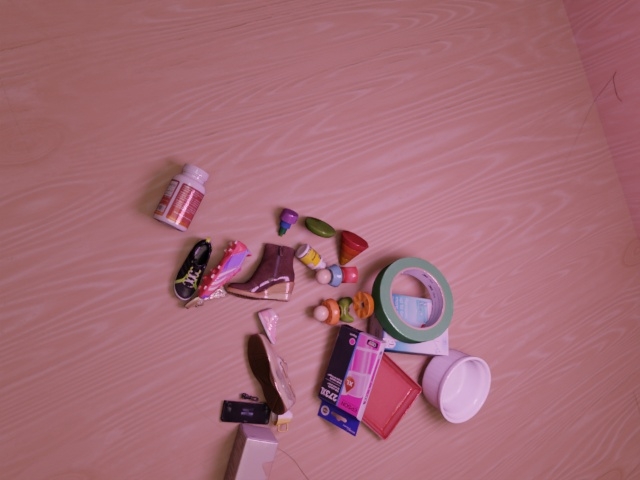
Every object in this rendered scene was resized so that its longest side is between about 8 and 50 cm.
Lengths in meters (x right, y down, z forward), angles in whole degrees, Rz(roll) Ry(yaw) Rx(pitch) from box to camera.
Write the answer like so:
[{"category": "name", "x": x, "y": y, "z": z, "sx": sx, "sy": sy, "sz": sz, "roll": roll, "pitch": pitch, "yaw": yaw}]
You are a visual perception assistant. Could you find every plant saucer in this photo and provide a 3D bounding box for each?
[{"category": "plant saucer", "x": 0.243, "y": 0.615, "z": 1.754, "sx": 0.259, "sy": 0.047, "sz": 0.258, "roll": 44, "pitch": 75, "yaw": -11}]

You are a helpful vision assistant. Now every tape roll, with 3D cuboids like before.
[{"category": "tape roll", "x": 0.352, "y": 0.226, "z": 1.664, "sx": 0.320, "sy": 0.077, "sz": 0.322, "roll": 7, "pitch": 68, "yaw": -19}]

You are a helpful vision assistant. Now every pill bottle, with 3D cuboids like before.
[{"category": "pill bottle", "x": -0.470, "y": -0.148, "z": 1.500, "sx": 0.121, "sy": 0.121, "sz": 0.216, "roll": 27, "pitch": 80, "yaw": -16}, {"category": "pill bottle", "x": -0.033, "y": 0.070, "z": 1.666, "sx": 0.116, "sy": 0.065, "sz": 0.065, "roll": 43, "pitch": 75, "yaw": -27}]

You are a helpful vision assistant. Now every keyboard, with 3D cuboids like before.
[{"category": "keyboard", "x": -0.265, "y": 0.610, "z": 1.594, "sx": 0.180, "sy": 0.023, "sz": 0.108, "roll": 12, "pitch": 90, "yaw": -19}]

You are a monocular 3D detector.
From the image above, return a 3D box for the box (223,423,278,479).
[{"category": "box", "x": -0.259, "y": 0.824, "z": 1.523, "sx": 0.121, "sy": 0.148, "sz": 0.312, "roll": 18, "pitch": 83, "yaw": -18}]

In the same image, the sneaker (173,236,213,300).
[{"category": "sneaker", "x": -0.441, "y": 0.094, "z": 1.512, "sx": 0.084, "sy": 0.097, "sz": 0.235, "roll": 22, "pitch": 81, "yaw": -16}]

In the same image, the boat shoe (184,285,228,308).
[{"category": "boat shoe", "x": -0.404, "y": 0.209, "z": 1.545, "sx": 0.152, "sy": 0.056, "sz": 0.048, "roll": -26, "pitch": 92, "yaw": -25}]

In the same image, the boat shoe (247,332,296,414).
[{"category": "boat shoe", "x": -0.174, "y": 0.475, "z": 1.597, "sx": 0.098, "sy": 0.109, "sz": 0.303, "roll": -20, "pitch": 87, "yaw": -55}]

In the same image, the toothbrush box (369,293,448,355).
[{"category": "toothbrush box", "x": 0.352, "y": 0.340, "z": 1.741, "sx": 0.295, "sy": 0.126, "sz": 0.217, "roll": 12, "pitch": 71, "yaw": -19}]

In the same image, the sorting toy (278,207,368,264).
[{"category": "sorting toy", "x": 0.000, "y": 0.000, "z": 1.684, "sx": 0.365, "sy": 0.127, "sz": 0.126, "roll": 21, "pitch": 111, "yaw": -14}]

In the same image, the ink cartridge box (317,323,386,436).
[{"category": "ink cartridge box", "x": 0.104, "y": 0.517, "z": 1.626, "sx": 0.069, "sy": 0.175, "sz": 0.372, "roll": 15, "pitch": 92, "yaw": -59}]

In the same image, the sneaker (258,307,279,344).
[{"category": "sneaker", "x": -0.176, "y": 0.314, "z": 1.619, "sx": 0.070, "sy": 0.051, "sz": 0.135, "roll": -23, "pitch": 91, "yaw": -13}]

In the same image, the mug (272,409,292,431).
[{"category": "mug", "x": -0.140, "y": 0.658, "z": 1.617, "sx": 0.064, "sy": 0.062, "sz": 0.078, "roll": 11, "pitch": 90, "yaw": -27}]

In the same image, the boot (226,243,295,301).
[{"category": "boot", "x": -0.214, "y": 0.114, "z": 1.613, "sx": 0.248, "sy": 0.090, "sz": 0.207, "roll": 8, "pitch": 73, "yaw": -17}]

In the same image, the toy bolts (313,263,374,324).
[{"category": "toy bolts", "x": 0.069, "y": 0.200, "z": 1.630, "sx": 0.158, "sy": 0.218, "sz": 0.229, "roll": -1, "pitch": 81, "yaw": -32}]

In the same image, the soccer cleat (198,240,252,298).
[{"category": "soccer cleat", "x": -0.334, "y": 0.111, "z": 1.542, "sx": 0.095, "sy": 0.083, "sz": 0.248, "roll": 45, "pitch": 59, "yaw": -27}]

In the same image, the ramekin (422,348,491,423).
[{"category": "ramekin", "x": 0.548, "y": 0.582, "z": 1.784, "sx": 0.276, "sy": 0.135, "sz": 0.278, "roll": -6, "pitch": 103, "yaw": -27}]
